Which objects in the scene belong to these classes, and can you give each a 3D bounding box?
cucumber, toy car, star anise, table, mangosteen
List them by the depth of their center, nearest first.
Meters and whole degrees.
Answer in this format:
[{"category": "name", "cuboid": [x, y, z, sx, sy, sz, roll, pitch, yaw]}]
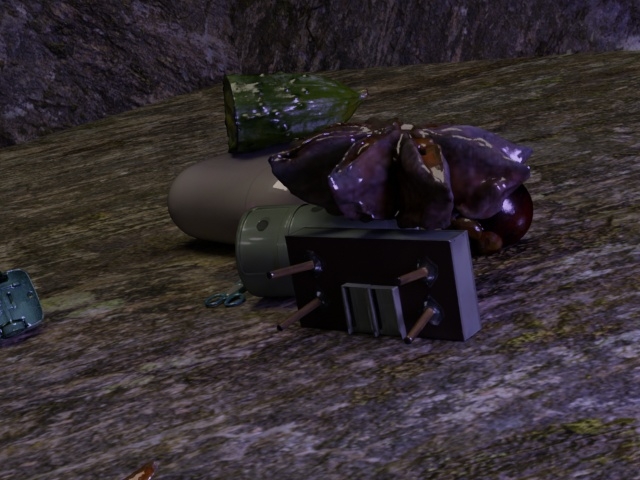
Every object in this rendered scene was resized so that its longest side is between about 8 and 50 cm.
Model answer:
[{"category": "table", "cuboid": [0.050, 0.058, 1.379, 0.240, 0.121, 0.111, 1, 19, 39]}, {"category": "star anise", "cuboid": [0.101, -0.082, 1.433, 0.332, 0.117, 0.331, -4, 16, 1]}, {"category": "table", "cuboid": [0.010, 0.012, 1.571, 0.220, 0.126, 0.126, -2, 17, 26]}, {"category": "toy car", "cuboid": [-0.495, 0.112, 1.615, 0.224, 0.090, 0.076, -19, -9, -28]}, {"category": "mangosteen", "cuboid": [0.223, -0.033, 1.639, 0.140, 0.140, 0.140, -10, 15, 3]}, {"category": "cucumber", "cuboid": [-0.039, -0.218, 1.930, 0.245, 0.134, 0.134, -9, 14, -9]}]

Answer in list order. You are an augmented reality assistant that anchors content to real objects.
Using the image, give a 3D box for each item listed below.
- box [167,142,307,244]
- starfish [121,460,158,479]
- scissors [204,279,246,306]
[{"category": "box", "cuboid": [-0.062, -0.080, 1.927, 0.289, 0.141, 0.349, -20, 18, -38]}, {"category": "starfish", "cuboid": [-0.219, 0.258, 0.971, 0.247, 0.050, 0.138, -24, 20, -22]}, {"category": "scissors", "cuboid": [-0.116, 0.067, 1.666, 0.058, 0.014, 0.119, -2, 20, 25]}]
